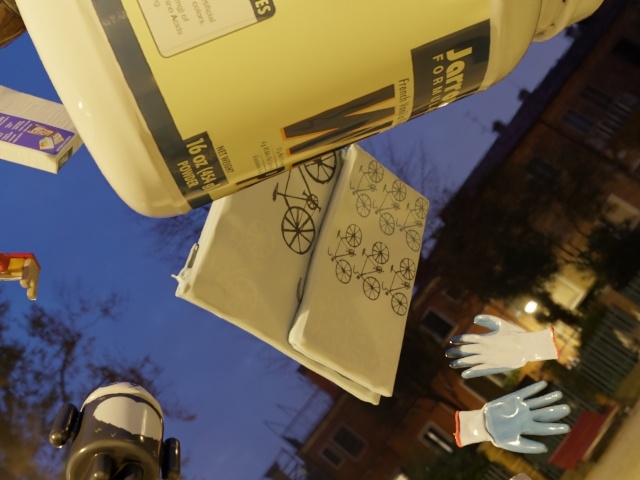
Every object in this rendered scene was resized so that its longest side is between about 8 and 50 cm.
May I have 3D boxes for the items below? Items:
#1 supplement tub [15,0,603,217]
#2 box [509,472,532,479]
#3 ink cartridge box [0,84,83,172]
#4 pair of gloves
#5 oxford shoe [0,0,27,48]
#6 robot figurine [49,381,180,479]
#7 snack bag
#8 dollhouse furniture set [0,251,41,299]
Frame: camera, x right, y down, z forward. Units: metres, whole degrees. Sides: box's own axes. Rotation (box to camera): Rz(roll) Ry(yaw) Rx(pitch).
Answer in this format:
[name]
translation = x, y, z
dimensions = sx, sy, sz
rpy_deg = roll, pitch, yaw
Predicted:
[supplement tub]
translation = -0.009, -0.176, 0.514
dimensions = 0.324, 0.235, 0.235
rpy_deg = -23, -24, -3
[box]
translation = 0.167, 0.431, 1.018
dimensions = 0.324, 0.067, 0.063
rpy_deg = -51, -27, 14
[ink cartridge box]
translation = -0.568, -0.218, 1.562
dimensions = 0.206, 0.208, 0.045
rpy_deg = -75, 3, -57
[pair of gloves]
translation = 0.253, 0.192, 1.104
dimensions = 0.023, 0.159, 0.198
rpy_deg = 45, -142, -58
[oxford shoe]
translation = -0.308, -0.245, 0.761
dimensions = 0.096, 0.227, 0.083
rpy_deg = -38, -56, 11
[robot figurine]
translation = -0.384, 0.389, 1.529
dimensions = 0.173, 0.278, 0.209
rpy_deg = -23, -64, 4
[snack bag]
translation = 0.000, 0.000, 1.049
dimensions = 0.037, 0.342, 0.323
rpy_deg = -18, 47, 48
[dollhouse furniture set]
translation = -0.752, 0.011, 1.560
dimensions = 0.201, 0.374, 0.152
rpy_deg = 96, 171, -60
